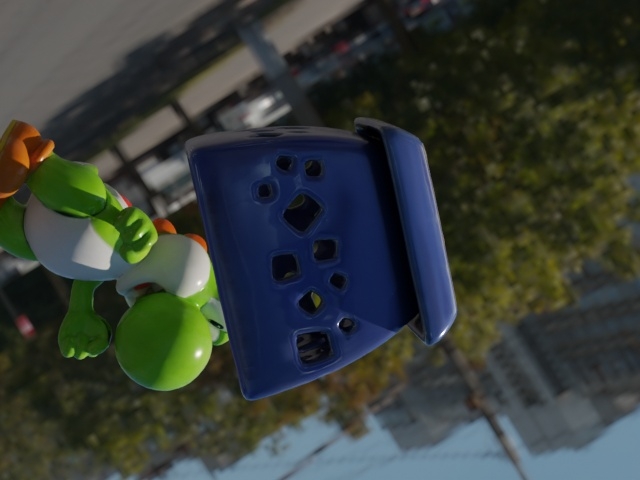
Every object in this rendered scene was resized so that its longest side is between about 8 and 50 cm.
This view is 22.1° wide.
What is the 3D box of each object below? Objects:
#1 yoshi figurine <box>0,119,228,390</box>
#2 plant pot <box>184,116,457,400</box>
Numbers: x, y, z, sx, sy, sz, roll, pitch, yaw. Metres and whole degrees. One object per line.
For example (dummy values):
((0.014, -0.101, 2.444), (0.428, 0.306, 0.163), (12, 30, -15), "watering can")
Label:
((-0.241, 0.041, 1.821), (0.203, 0.362, 0.203), (-59, -161, -3), "yoshi figurine")
((0.000, 0.000, 1.532), (0.212, 0.236, 0.236), (-12, -172, -4), "plant pot")
